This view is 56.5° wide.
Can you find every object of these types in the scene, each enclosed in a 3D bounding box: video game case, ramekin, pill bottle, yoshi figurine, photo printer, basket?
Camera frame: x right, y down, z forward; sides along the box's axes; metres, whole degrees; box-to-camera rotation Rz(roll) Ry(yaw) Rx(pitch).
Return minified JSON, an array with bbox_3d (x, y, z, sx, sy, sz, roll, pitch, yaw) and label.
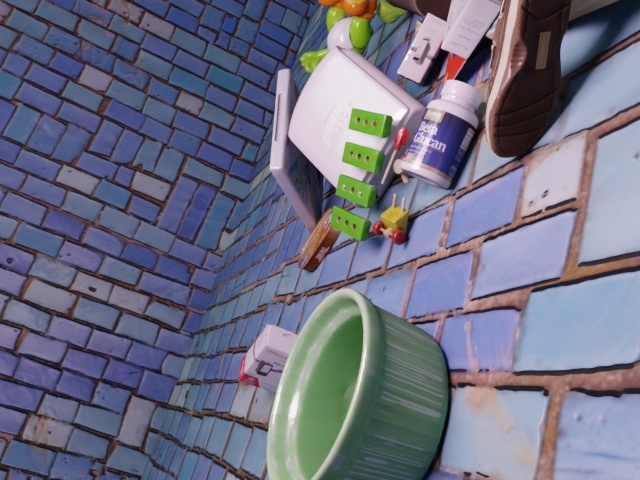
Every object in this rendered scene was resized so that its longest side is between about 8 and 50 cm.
[{"bbox_3d":[-0.051,-0.220,1.547,0.329,0.036,0.300,59,-151,-59],"label":"video game case"},{"bbox_3d":[0.051,0.236,0.869,0.303,0.148,0.303,-56,20,33],"label":"ramekin"},{"bbox_3d":[0.212,-0.182,1.022,0.170,0.094,0.094,-66,17,3],"label":"pill bottle"},{"bbox_3d":[0.039,-0.500,1.660,0.204,0.202,0.362,-81,-4,-52],"label":"yoshi figurine"},{"bbox_3d":[0.064,-0.261,1.309,0.307,0.107,0.256,50,121,32],"label":"photo printer"},{"bbox_3d":[0.240,-0.608,1.373,0.227,0.154,0.204,-109,27,-51],"label":"basket"}]

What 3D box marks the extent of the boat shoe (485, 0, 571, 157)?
[{"bbox_3d":[0.273,-0.242,0.809,0.095,0.095,0.258,-101,12,-51],"label":"boat shoe"}]

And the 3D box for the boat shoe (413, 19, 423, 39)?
[{"bbox_3d":[0.241,-0.482,1.404,0.045,0.050,0.135,-53,21,23],"label":"boat shoe"}]

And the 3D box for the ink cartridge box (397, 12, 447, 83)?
[{"bbox_3d":[0.226,-0.409,1.292,0.135,0.056,0.099,-62,-7,16],"label":"ink cartridge box"}]

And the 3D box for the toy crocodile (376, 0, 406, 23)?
[{"bbox_3d":[0.252,-0.748,1.626,0.341,0.105,0.115,-66,17,-1],"label":"toy crocodile"}]

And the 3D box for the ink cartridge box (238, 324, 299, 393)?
[{"bbox_3d":[-0.106,0.274,1.366,0.150,0.109,0.063,-54,20,36],"label":"ink cartridge box"}]

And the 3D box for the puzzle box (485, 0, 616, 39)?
[{"bbox_3d":[0.370,-0.436,0.820,0.409,0.052,0.272,-114,45,-80],"label":"puzzle box"}]

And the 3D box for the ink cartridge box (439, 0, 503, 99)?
[{"bbox_3d":[0.275,-0.443,1.137,0.239,0.060,0.275,122,168,-56],"label":"ink cartridge box"}]

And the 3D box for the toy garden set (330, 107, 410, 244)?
[{"bbox_3d":[0.115,-0.117,1.148,0.203,0.049,0.244,29,112,52],"label":"toy garden set"}]

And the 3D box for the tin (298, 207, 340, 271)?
[{"bbox_3d":[0.000,0.000,1.533,0.190,0.040,0.106,-56,24,32],"label":"tin"}]
